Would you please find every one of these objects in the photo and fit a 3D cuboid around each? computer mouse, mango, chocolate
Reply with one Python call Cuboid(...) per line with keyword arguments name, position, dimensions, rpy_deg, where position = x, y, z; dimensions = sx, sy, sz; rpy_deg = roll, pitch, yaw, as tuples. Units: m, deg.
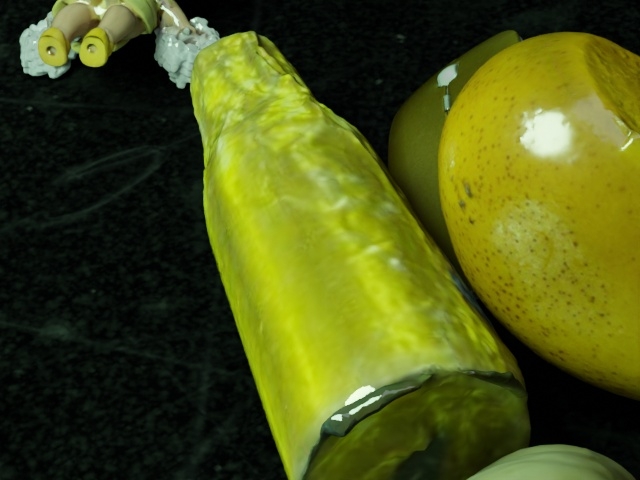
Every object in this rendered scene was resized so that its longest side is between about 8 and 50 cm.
Cuboid(name="computer mouse", position=(0.111, -0.062, 1.434), dimensions=(0.126, 0.056, 0.245), rpy_deg=(-32, 37, 24))
Cuboid(name="mango", position=(0.196, 0.003, 1.241), dimensions=(0.290, 0.191, 0.160), rpy_deg=(38, 36, 13))
Cuboid(name="chocolate", position=(0.000, 0.000, 1.330), dimensions=(0.162, 0.162, 0.445), rpy_deg=(-14, 43, -9))

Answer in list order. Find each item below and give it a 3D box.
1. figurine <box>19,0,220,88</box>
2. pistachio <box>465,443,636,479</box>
Cuboid(name="figurine", position=(-0.155, -0.202, 1.590), dimensions=(0.175, 0.115, 0.240), rpy_deg=(7, 45, 14))
Cuboid(name="pistachio", position=(0.104, 0.187, 1.150), dimensions=(0.185, 0.124, 0.124), rpy_deg=(-14, 44, -3))
